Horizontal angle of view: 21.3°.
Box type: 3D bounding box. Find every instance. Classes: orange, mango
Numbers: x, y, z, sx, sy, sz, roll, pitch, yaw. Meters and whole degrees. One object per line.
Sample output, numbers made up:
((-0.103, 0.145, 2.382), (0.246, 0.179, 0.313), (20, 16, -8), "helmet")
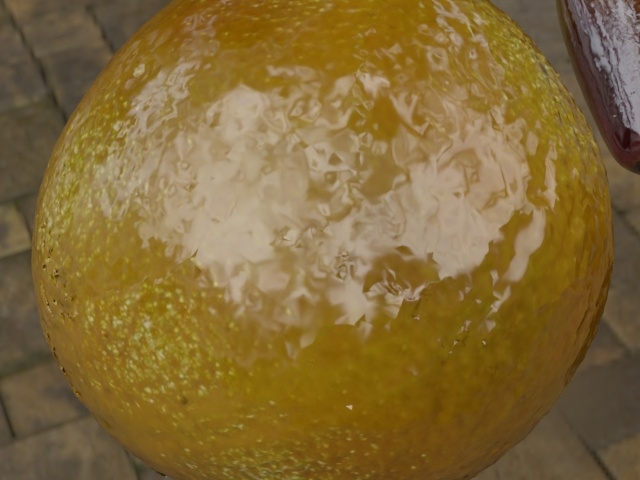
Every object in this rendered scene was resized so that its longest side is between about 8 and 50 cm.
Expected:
((0.000, 0.000, 0.803), (0.274, 0.274, 0.274), (-6, 39, 5), "orange")
((0.274, -0.167, 1.423), (0.133, 0.111, 0.268), (-19, 67, 12), "mango")
